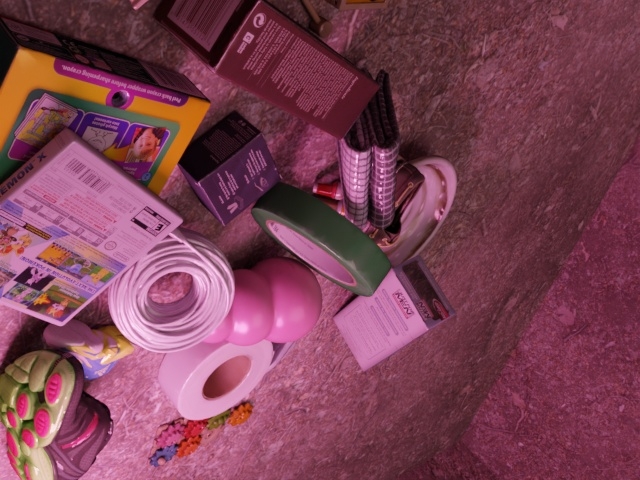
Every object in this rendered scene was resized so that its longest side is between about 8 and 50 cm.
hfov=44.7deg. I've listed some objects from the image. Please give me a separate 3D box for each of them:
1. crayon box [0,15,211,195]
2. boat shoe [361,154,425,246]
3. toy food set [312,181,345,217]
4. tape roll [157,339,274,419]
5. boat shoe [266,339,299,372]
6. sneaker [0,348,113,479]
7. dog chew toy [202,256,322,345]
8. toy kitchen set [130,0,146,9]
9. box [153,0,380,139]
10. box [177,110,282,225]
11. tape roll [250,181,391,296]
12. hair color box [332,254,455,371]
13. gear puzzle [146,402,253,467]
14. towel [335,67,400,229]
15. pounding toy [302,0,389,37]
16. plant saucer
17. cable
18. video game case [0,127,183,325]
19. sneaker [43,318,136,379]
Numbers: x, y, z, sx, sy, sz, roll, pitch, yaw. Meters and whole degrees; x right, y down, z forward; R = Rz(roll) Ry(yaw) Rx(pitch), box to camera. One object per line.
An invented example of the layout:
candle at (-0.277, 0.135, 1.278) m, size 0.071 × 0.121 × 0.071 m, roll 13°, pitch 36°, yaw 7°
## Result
crayon box at (-0.399, -0.151, 1.241) m, size 0.363 × 0.106 × 0.313 m, roll 7°, pitch 124°, yaw -53°
boat shoe at (0.144, -0.044, 1.824) m, size 0.116 × 0.097 × 0.324 m, roll -24°, pitch 144°, yaw -51°
toy food set at (0.019, -0.076, 1.784) m, size 0.232 × 0.104 × 0.111 m, roll 118°, pitch -16°, yaw -80°
tape roll at (-0.257, 0.311, 1.943) m, size 0.286 × 0.100 × 0.286 m, roll -31°, pitch 145°, yaw -25°
boat shoe at (-0.117, 0.297, 2.110) m, size 0.226 × 0.083 × 0.076 m, roll -43°, pitch 149°, yaw -9°
sneaker at (-0.540, 0.362, 1.618) m, size 0.202 × 0.185 × 0.483 m, roll -31°, pitch 156°, yaw -38°
dog chew toy at (-0.161, 0.152, 1.794) m, size 0.332 × 0.206 × 0.206 m, roll -10°, pitch 134°, yaw -34°
toy kitchen set at (-0.255, -0.461, 1.090) m, size 0.207 × 0.122 × 0.166 m, roll -34°, pitch 153°, yaw 19°
box at (-0.081, -0.324, 1.350) m, size 0.143 × 0.191 × 0.381 m, roll -55°, pitch 147°, yaw 13°
box at (-0.178, -0.140, 1.530) m, size 0.158 × 0.093 × 0.156 m, roll -41°, pitch 149°, yaw -12°
tape roll at (0.000, 0.000, 1.677) m, size 0.077 × 0.321 × 0.321 m, roll -55°, pitch 150°, yaw -12°
hair color box at (0.193, 0.209, 2.156) m, size 0.113 × 0.185 × 0.374 m, roll -23°, pitch 167°, yaw -33°
gear puzzle at (-0.320, 0.539, 2.178) m, size 0.339 × 0.044 × 0.175 m, roll -12°, pitch 135°, yaw -43°
towel at (0.096, -0.196, 1.617) m, size 0.121 × 0.283 × 0.235 m, roll -5°, pitch 139°, yaw -1°
pounding toy at (0.045, -0.461, 1.433) m, size 0.181 × 0.094 × 0.206 m, roll -17°, pitch 138°, yaw -40°
plant saucer at (0.183, -0.070, 2.038) m, size 0.400 × 0.100 × 0.400 m, roll -30°, pitch 145°, yaw -25°
cable at (-0.304, 0.099, 1.578) m, size 0.257 × 0.089 × 0.257 m, roll 32°, pitch 97°, yaw -35°
video game case at (-0.417, -0.004, 1.264) m, size 0.300 × 0.036 × 0.329 m, roll -41°, pitch 152°, yaw 2°
sneaker at (-0.486, 0.236, 1.592) m, size 0.126 × 0.091 × 0.240 m, roll -52°, pitch 149°, yaw 10°
